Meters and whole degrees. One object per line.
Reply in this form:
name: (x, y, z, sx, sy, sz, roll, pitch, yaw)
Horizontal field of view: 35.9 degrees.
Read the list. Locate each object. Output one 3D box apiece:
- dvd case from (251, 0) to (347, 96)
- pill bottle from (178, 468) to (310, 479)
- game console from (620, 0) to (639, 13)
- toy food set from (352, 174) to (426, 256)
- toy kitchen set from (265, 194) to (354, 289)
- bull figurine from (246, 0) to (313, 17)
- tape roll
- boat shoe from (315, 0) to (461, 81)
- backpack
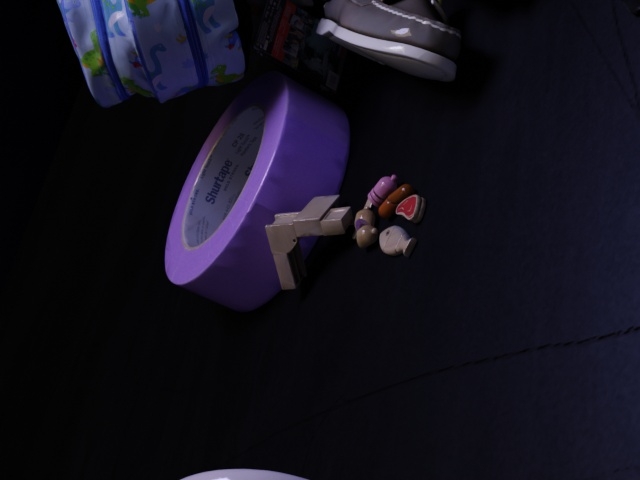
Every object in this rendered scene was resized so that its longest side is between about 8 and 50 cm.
dvd case: (-0.022, -0.236, 1.187, 0.013, 0.119, 0.087, -28, 43, 54)
pill bottle: (-0.055, 0.313, 0.652, 0.161, 0.161, 0.283, -37, 35, 45)
game console: (0.240, -0.252, 0.736, 0.122, 0.107, 0.071, -50, -1, 28)
toy food set: (0.061, -0.027, 0.930, 0.122, 0.019, 0.078, 8, 74, 65)
toy kitchen set: (0.000, 0.000, 1.024, 0.083, 0.075, 0.068, -5, 22, 22)
bull figurine: (-0.073, -0.416, 1.385, 0.101, 0.188, 0.310, -39, 34, 42)
tape roll: (-0.079, -0.058, 1.164, 0.275, 0.090, 0.274, -47, 28, 35)
boat shoe: (0.071, -0.226, 1.002, 0.091, 0.109, 0.305, -65, 20, 10)
backpack: (-0.200, -0.308, 1.140, 0.355, 0.273, 0.290, 48, 153, 35)
